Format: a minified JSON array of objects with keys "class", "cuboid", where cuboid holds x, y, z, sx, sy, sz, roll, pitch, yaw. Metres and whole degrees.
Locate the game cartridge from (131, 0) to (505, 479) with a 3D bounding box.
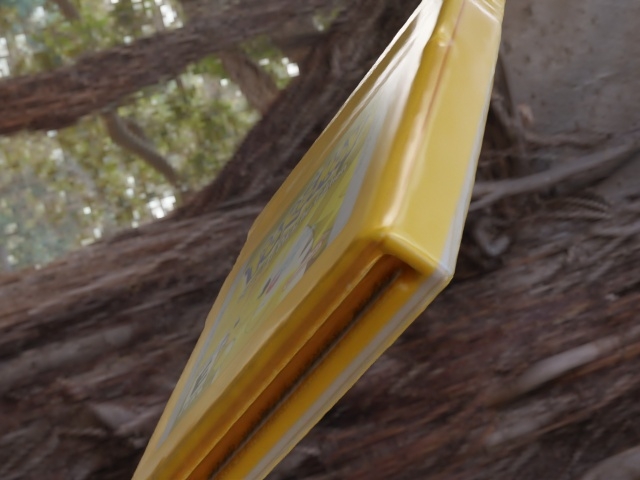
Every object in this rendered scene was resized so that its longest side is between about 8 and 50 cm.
[{"class":"game cartridge","cuboid":[0.000,0.000,0.728,0.285,0.052,0.324,-51,-167,35]}]
